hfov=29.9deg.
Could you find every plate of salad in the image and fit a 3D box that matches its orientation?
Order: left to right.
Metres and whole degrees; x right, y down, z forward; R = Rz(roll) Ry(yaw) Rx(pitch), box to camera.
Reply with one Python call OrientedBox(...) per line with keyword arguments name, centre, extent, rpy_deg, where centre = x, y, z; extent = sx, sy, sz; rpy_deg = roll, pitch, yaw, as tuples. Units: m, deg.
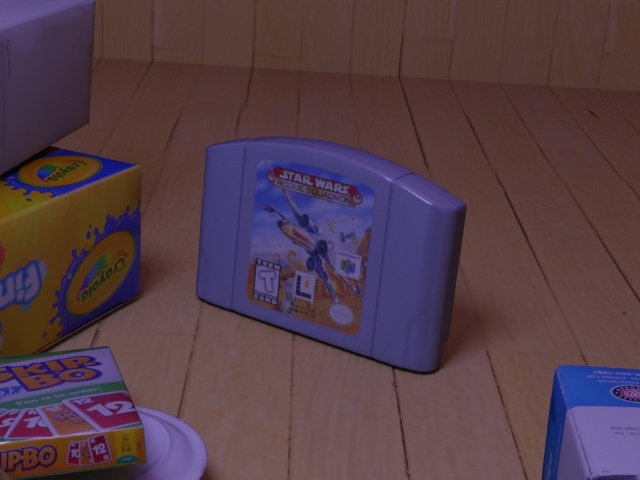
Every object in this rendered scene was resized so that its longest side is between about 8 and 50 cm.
OrientedBox(name="plate of salad", centre=(-0.186, 0.179, 0.921), extent=(0.199, 0.048, 0.200), rpy_deg=(0, 19, 0))

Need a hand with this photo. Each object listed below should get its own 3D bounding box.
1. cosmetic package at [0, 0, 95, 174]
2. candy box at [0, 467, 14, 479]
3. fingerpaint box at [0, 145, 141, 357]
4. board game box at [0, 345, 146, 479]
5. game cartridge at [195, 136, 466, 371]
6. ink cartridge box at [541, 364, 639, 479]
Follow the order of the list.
OrientedBox(name="cosmetic package", centre=(-0.376, -0.161, 1.182), extent=(0.197, 0.155, 0.365), rpy_deg=(8, 18, 9))
OrientedBox(name="candy box", centre=(-0.280, 0.133, 0.680), extent=(0.183, 0.316, 0.087), rpy_deg=(12, 60, 21))
OrientedBox(name="fingerpaint box", centre=(-0.447, 0.013, 1.151), extent=(0.371, 0.163, 0.445), rpy_deg=(14, 23, 24))
OrientedBox(name="board game box", centre=(-0.214, 0.127, 0.933), extent=(0.124, 0.039, 0.259), rpy_deg=(-5, 7, -15))
OrientedBox(name="game cartridge", centre=(0.000, 0.000, 1.222), extent=(0.297, 0.198, 0.062), rpy_deg=(16, 24, 30))
OrientedBox(name="ink cartridge box", centre=(0.281, 0.212, 0.804), extent=(0.223, 0.129, 0.307), rpy_deg=(5, 20, 1))
